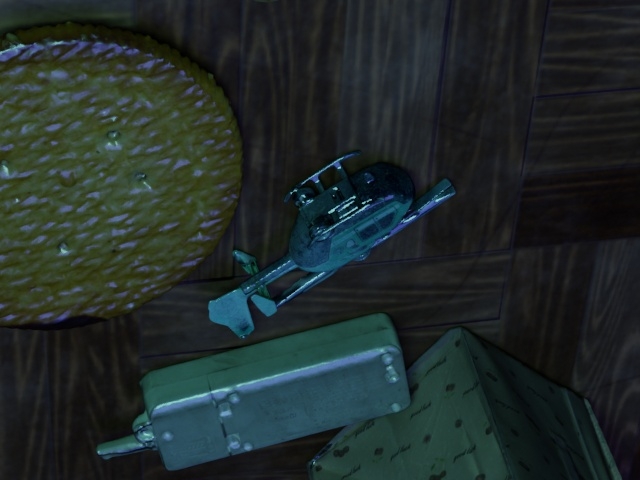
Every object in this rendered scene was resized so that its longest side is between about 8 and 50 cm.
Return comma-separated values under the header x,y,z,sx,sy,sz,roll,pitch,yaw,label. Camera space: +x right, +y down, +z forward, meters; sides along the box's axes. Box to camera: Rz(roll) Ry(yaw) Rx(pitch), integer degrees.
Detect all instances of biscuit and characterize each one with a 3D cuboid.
x,y,z,sx,sy,sz,roll,pitch,yaw,label
-0.207,-0.047,1.420,0.305,0.038,0.305,-9,132,-10,biscuit

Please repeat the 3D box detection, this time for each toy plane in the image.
x,y,z,sx,sy,sz,roll,pitch,yaw,label
0.000,0.000,1.510,0.235,0.060,0.096,-33,144,7,toy plane

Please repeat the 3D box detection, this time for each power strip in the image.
x,y,z,sx,sy,sz,roll,pitch,yaw,label
-0.064,0.144,1.612,0.288,0.053,0.093,-14,133,-3,power strip

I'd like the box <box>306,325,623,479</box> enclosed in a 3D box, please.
x,y,z,sx,sy,sz,roll,pitch,yaw,label
0.146,0.271,1.621,0.190,0.297,0.225,32,115,-32,box
